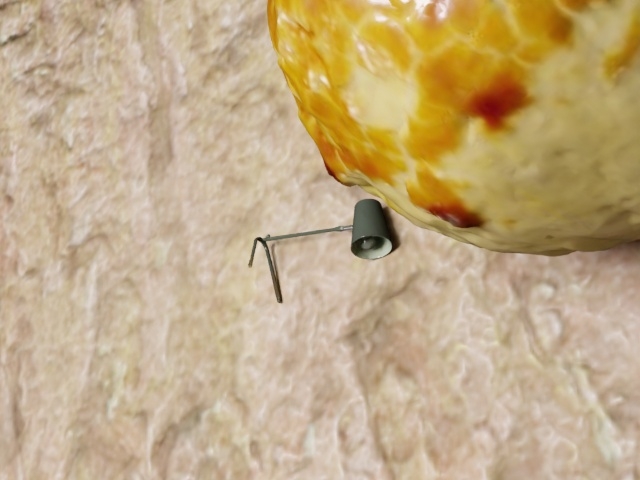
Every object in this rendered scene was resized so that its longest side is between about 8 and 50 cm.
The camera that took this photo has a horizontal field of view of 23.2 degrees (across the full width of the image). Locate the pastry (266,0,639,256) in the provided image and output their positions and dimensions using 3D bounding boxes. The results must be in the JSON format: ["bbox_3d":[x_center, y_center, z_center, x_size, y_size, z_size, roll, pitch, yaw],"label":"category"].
[{"bbox_3d":[0.133,-0.180,0.981,0.389,0.313,0.388,-17,64,38],"label":"pastry"}]

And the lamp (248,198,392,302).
[{"bbox_3d":[0.001,-0.001,1.209,0.121,0.041,0.054,-23,51,27],"label":"lamp"}]
